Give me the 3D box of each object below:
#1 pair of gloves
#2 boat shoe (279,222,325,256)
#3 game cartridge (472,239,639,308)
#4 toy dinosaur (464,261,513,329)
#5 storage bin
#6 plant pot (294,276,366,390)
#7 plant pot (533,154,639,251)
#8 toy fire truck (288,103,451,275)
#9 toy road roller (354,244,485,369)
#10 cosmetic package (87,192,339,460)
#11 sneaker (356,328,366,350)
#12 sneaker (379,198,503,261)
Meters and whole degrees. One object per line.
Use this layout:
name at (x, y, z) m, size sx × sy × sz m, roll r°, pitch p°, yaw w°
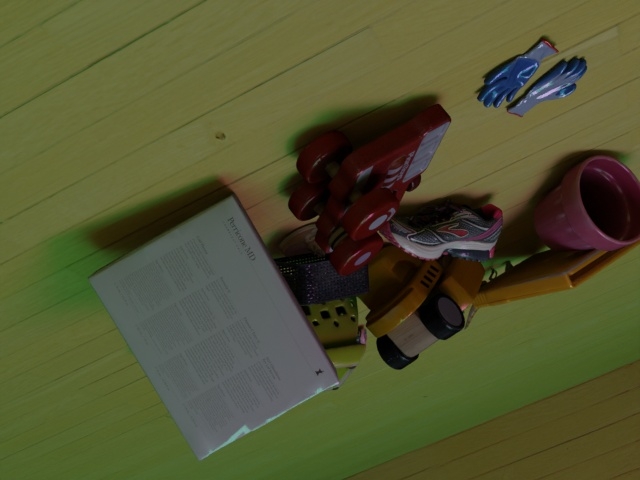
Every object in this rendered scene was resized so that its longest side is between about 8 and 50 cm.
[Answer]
pair of gloves at (0.369, -0.271, 1.457) m, size 0.198 × 0.023 × 0.159 m, roll 12°, pitch 140°, yaw -44°
boat shoe at (0.000, 0.000, 1.684) m, size 0.170 × 0.059 × 0.063 m, roll -23°, pitch 154°, yaw 9°
game cartridge at (0.539, 0.069, 1.972) m, size 0.285 × 0.053 × 0.323 m, roll -26°, pitch 180°, yaw -34°
toy dinosaur at (0.417, 0.139, 2.150) m, size 0.112 × 0.064 × 0.211 m, roll 37°, pitch 99°, yaw -31°
storage bin at (0.000, 0.072, 1.711) m, size 0.180 × 0.084 × 0.122 m, roll -10°, pitch -170°, yaw -39°
plant pot at (-0.033, 0.230, 1.936) m, size 0.228 × 0.207 × 0.227 m, roll -5°, pitch 151°, yaw -24°
plant pot at (0.567, -0.061, 1.818) m, size 0.201 × 0.201 × 0.180 m, roll -3°, pitch 165°, yaw -29°
toy fire truck at (0.096, -0.093, 1.486) m, size 0.254 × 0.169 × 0.302 m, roll -29°, pitch 159°, yaw -23°
toy road roller at (0.208, 0.107, 1.928) m, size 0.202 × 0.240 × 0.329 m, roll -40°, pitch -176°, yaw 35°
cosmetic package at (-0.180, 0.149, 1.479) m, size 0.284 × 0.377 × 0.097 m, roll -29°, pitch -172°, yaw 3°
sneaker at (0.097, 0.268, 2.284) m, size 0.057 × 0.047 × 0.119 m, roll 1°, pitch 152°, yaw 6°
sneaker at (0.246, -0.032, 1.752) m, size 0.299 × 0.121 × 0.112 m, roll 1°, pitch 118°, yaw -33°
